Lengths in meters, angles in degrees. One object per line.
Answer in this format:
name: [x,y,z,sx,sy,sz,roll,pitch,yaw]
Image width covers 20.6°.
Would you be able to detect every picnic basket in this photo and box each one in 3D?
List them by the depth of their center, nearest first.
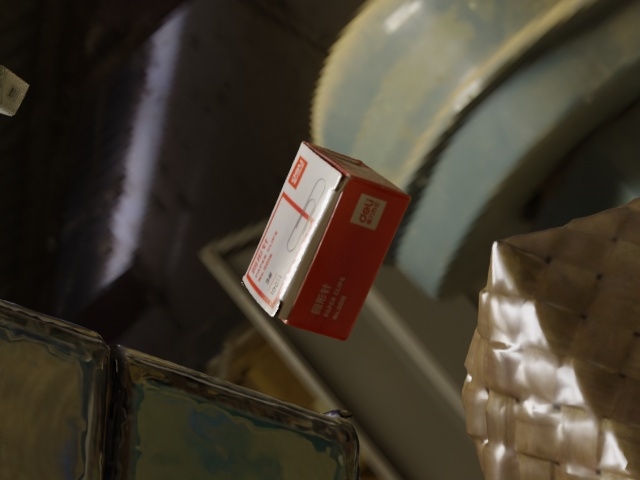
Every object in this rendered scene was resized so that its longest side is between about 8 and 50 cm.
picnic basket: [0.241,0.164,1.216,0.293,0.337,0.337,-14,-24,-21]

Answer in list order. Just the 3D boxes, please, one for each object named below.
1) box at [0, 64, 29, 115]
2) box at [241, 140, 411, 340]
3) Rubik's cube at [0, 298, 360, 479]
box: [-0.214,-0.103,1.012,0.083,0.054,0.024,36,-107,-52]
box: [0.000,0.000,1.899,0.099,0.133,0.182,18,-77,-28]
Rubik's cube: [-0.187,0.227,0.821,0.313,0.318,0.316,23,-39,-34]
